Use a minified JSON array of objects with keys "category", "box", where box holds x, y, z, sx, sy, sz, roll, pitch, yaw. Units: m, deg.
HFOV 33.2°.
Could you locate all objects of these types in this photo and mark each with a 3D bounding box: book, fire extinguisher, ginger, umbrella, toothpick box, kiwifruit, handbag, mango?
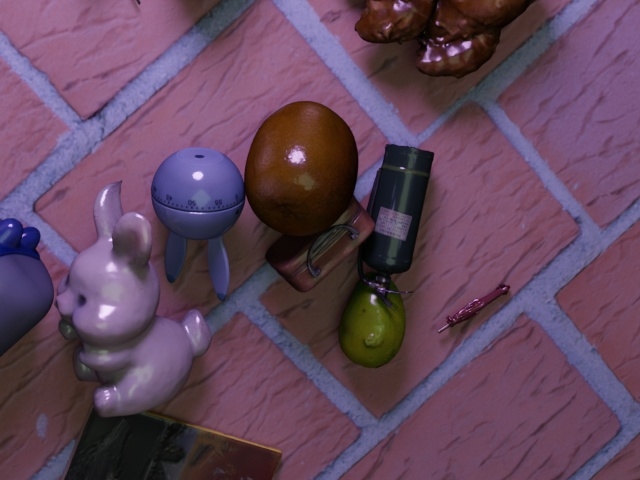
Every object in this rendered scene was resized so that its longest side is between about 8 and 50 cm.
[{"category":"book","box":[-0.289,0.458,2.004,0.374,0.028,0.262,20,98,-18]},{"category":"fire extinguisher","box":[0.129,-0.021,1.916,0.118,0.093,0.294,13,92,18]},{"category":"ginger","box":[0.192,-0.434,1.812,0.358,0.152,0.274,26,110,-19]},{"category":"umbrella","box":[0.293,0.130,2.055,0.165,0.025,0.027,-31,91,-7]},{"category":"toothpick box","box":[-0.589,0.097,1.708,0.355,0.263,0.263,-41,110,-2]},{"category":"kiwifruit","box":[-0.029,-0.126,1.802,0.196,0.234,0.196,6,134,6]},{"category":"handbag","box":[0.000,0.000,1.880,0.193,0.151,0.072,-40,112,1]},{"category":"mango","box":[0.097,0.147,1.974,0.119,0.100,0.178,6,93,-11]}]

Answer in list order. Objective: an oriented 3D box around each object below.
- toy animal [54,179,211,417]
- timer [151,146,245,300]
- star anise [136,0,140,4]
[{"category":"toy animal","box":[-0.318,0.098,1.793,0.241,0.196,0.367,-23,122,-23]},{"category":"timer","box":[-0.198,-0.045,1.838,0.175,0.175,0.255,-19,136,-8]},{"category":"star anise","box":[-0.332,-0.476,1.724,0.158,0.144,0.140,-12,63,-17]}]
